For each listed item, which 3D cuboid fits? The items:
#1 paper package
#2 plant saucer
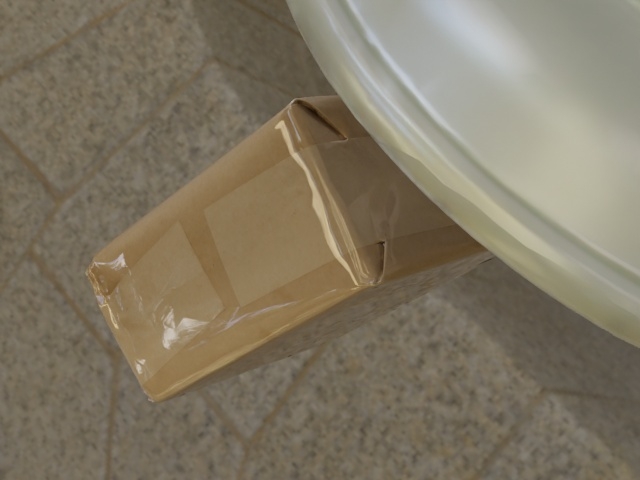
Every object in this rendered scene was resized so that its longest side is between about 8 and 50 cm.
[{"bbox_3d":[0.000,0.000,1.067,0.309,0.168,0.325,-14,-14,-48],"label":"paper package"},{"bbox_3d":[0.175,-0.112,0.542,0.400,0.400,0.100,-12,-33,-43],"label":"plant saucer"}]
